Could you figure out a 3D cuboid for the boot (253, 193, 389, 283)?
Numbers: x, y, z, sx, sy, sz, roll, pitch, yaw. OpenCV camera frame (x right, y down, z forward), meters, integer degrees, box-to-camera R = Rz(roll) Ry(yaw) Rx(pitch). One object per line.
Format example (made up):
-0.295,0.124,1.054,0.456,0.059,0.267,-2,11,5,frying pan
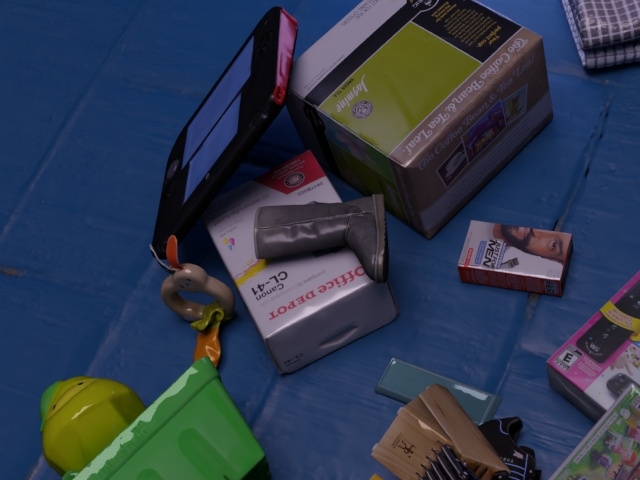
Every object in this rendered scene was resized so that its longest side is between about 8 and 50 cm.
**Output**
0.000,0.002,1.873,0.208,0.076,0.190,-4,40,2,boot

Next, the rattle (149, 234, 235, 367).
-0.224,0.107,1.948,0.130,0.200,0.143,16,63,25,rattle

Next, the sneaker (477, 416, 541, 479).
0.275,0.353,1.709,0.090,0.081,0.232,-23,52,9,sneaker

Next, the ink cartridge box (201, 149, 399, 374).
-0.038,0.031,1.991,0.226,0.131,0.306,-28,52,-4,ink cartridge box

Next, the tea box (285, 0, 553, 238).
0.165,-0.242,2.062,0.329,0.220,0.323,-43,55,-13,tea box

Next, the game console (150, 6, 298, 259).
-0.166,-0.189,2.040,0.386,0.060,0.342,-50,18,31,game console

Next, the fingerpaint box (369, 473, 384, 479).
0.075,0.593,1.552,0.371,0.163,0.445,34,71,32,fingerpaint box

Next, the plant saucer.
0.178,0.234,1.859,0.192,0.018,0.067,19,64,25,plant saucer

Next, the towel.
0.553,-0.451,2.153,0.235,0.121,0.284,-12,54,7,towel

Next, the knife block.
0.202,0.322,1.677,0.242,0.275,0.088,36,104,13,knife block

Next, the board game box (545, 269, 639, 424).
0.515,0.159,1.764,0.303,0.097,0.224,-41,56,-13,board game box

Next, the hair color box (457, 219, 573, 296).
0.313,0.027,1.938,0.167,0.053,0.093,8,59,20,hair color box

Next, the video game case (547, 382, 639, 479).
0.429,0.334,1.630,0.193,0.023,0.212,41,98,15,video game case

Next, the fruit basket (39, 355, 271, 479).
-0.301,0.317,1.810,0.392,0.283,0.392,0,68,1,fruit basket
